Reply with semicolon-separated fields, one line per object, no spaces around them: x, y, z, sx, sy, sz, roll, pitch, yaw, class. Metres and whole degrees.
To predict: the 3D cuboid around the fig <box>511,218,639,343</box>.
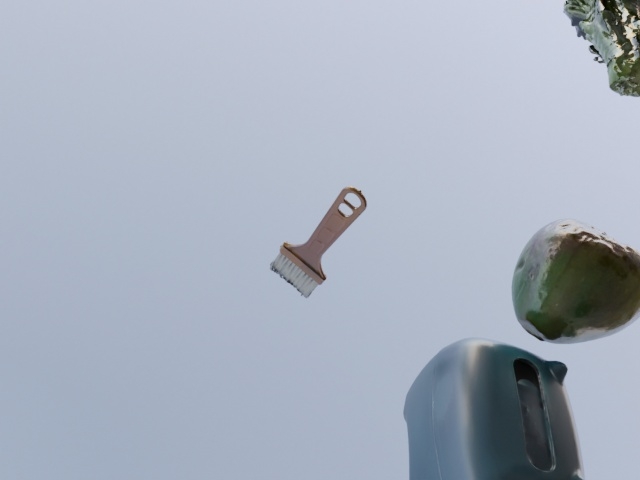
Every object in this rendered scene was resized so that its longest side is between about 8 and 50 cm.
0.356;0.061;1.207;0.191;0.181;0.181;-40;-85;-10;fig

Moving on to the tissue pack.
0.227;0.268;1.129;0.198;0.206;0.287;25;-140;-18;tissue pack

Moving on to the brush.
0.000;0.000;1.310;0.090;0.314;0.017;40;-123;1;brush

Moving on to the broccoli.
0.387;-0.286;1.120;0.145;0.164;0.304;54;-149;-36;broccoli
